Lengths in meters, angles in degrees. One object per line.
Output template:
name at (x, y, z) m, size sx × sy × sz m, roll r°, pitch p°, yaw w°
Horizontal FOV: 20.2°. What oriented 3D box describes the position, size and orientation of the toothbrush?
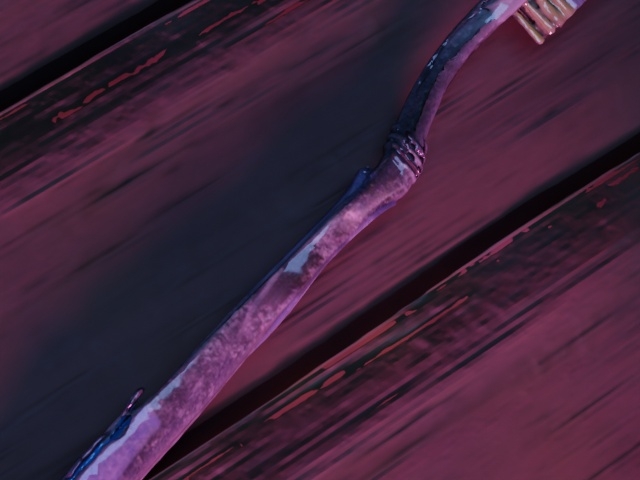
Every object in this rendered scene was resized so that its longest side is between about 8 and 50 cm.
toothbrush at (0.000, 0.000, 0.765) m, size 0.042 × 0.035 × 0.413 m, roll 42°, pitch 72°, yaw 2°
